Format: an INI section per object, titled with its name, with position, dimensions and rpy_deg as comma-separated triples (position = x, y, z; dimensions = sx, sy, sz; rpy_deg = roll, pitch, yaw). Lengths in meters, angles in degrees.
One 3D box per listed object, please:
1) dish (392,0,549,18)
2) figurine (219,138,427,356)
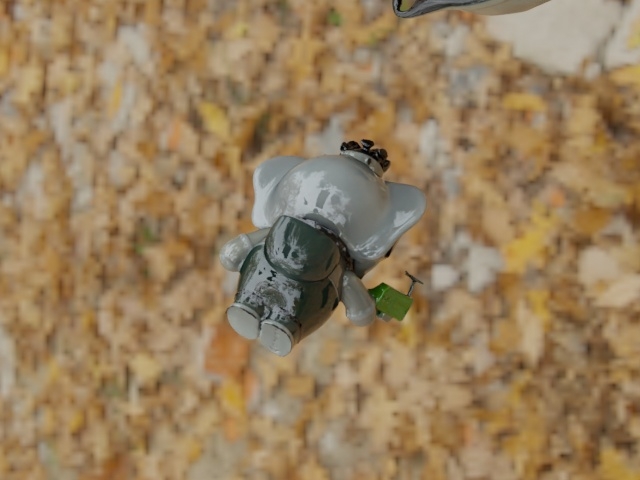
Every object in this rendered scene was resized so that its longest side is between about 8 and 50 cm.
[dish]
position = 0.204, -0.332, 1.944
dimensions = 0.303, 0.120, 0.303
rpy_deg = -22, 55, 36
[figurine]
position = 0.000, 0.000, 1.487
dimensions = 0.147, 0.192, 0.126
rpy_deg = 22, 151, 18
